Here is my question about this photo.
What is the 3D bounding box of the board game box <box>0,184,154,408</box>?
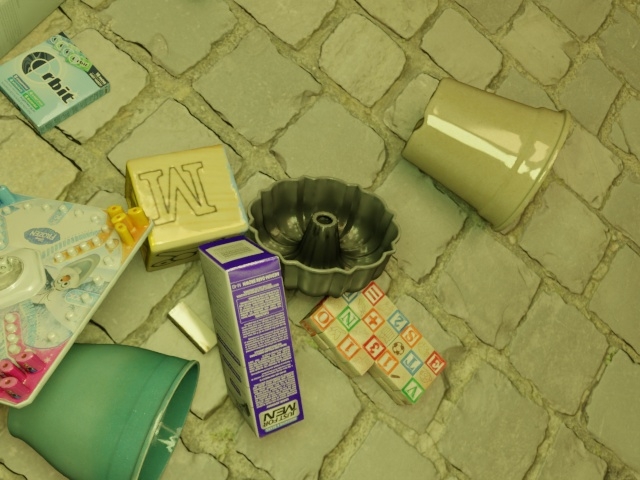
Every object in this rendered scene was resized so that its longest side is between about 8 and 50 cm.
[{"bbox_3d":[-0.547,0.059,1.011,0.390,0.050,0.390,10,51,18],"label":"board game box"}]

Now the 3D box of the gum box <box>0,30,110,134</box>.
[{"bbox_3d":[-0.582,-0.343,1.278,0.184,0.041,0.157,-42,91,-25],"label":"gum box"}]

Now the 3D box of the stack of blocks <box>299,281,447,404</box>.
[{"bbox_3d":[0.118,0.231,1.326,0.297,0.087,0.171,48,66,-1],"label":"stack of blocks"}]

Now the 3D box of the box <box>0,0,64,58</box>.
[{"bbox_3d":[-0.706,-0.541,1.224,0.215,0.168,0.345,36,67,-6],"label":"box"}]

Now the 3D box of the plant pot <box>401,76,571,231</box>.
[{"bbox_3d":[0.381,-0.236,1.450,0.306,0.334,0.333,28,67,2],"label":"plant pot"}]

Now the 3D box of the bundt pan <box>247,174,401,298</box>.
[{"bbox_3d":[0.000,0.000,1.277,0.331,0.124,0.330,6,40,-5],"label":"bundt pan"}]

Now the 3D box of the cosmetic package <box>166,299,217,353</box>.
[{"bbox_3d":[-0.265,0.182,1.225,0.115,0.060,0.041,46,67,0],"label":"cosmetic package"}]

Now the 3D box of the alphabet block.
[{"bbox_3d":[-0.282,-0.064,1.221,0.197,0.192,0.193,-14,78,-23],"label":"alphabet block"}]

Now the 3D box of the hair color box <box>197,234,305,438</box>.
[{"bbox_3d":[-0.133,0.177,1.130,0.110,0.185,0.338,-14,109,-24],"label":"hair color box"}]

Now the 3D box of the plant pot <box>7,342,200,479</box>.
[{"bbox_3d":[-0.387,0.300,1.051,0.255,0.271,0.271,20,68,2],"label":"plant pot"}]
